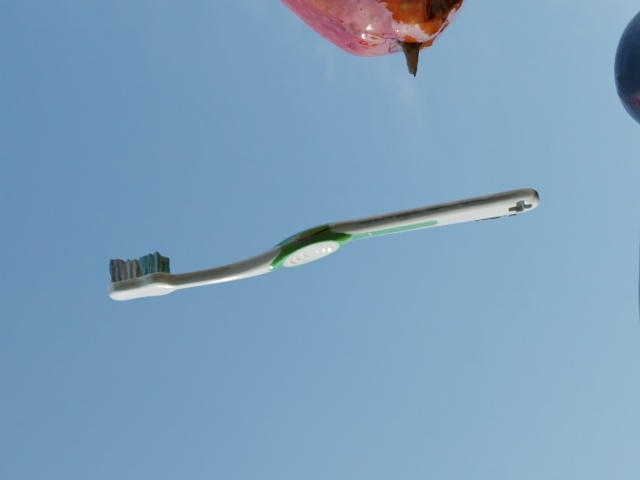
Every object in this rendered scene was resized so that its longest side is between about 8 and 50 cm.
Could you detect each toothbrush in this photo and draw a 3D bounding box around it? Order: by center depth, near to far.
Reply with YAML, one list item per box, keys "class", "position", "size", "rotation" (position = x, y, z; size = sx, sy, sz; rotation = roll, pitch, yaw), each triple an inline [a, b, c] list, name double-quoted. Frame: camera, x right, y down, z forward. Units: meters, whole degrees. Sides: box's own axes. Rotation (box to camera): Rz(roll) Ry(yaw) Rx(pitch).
- class: "toothbrush"
  position: [0.001, 0.004, 0.948]
  size: [0.042, 0.418, 0.040]
  rotation: [72, -170, -61]

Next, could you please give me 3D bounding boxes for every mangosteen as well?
- class: "mangosteen"
  position: [0.367, -0.173, 0.995]
  size: [0.152, 0.152, 0.152]
  rotation: [23, -126, -37]

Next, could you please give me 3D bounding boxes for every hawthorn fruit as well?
- class: "hawthorn fruit"
  position: [0.039, -0.235, 0.803]
  size: [0.179, 0.173, 0.173]
  rotation: [41, -135, -13]

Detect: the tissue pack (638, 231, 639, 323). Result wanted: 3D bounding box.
- class: "tissue pack"
  position: [0.418, 0.061, 1.054]
  size: [0.229, 0.145, 0.159]
  rotation: [45, -133, -59]
